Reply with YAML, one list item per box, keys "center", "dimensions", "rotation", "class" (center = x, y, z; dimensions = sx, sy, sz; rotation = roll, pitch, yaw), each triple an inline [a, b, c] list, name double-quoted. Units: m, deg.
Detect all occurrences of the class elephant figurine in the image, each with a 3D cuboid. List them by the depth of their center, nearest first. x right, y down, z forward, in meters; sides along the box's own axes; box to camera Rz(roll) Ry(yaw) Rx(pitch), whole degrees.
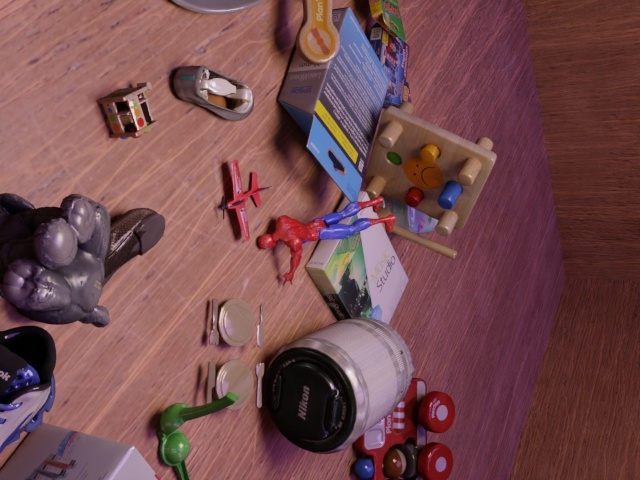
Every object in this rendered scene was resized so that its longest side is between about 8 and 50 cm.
- center: [-0.368, 0.001, 0.805]
  dimensions: [0.169, 0.240, 0.185]
  rotation: [-27, 126, -80]
  class: "elephant figurine"

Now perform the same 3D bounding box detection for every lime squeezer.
- center: [-0.206, 0.319, 1.146]
  dimensions: [0.059, 0.110, 0.310]
  rotation: [-71, 180, -55]
  class: "lime squeezer"

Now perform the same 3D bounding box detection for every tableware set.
- center: [-0.158, 0.199, 1.275]
  dimensions: [0.128, 0.039, 0.194]
  rotation: [13, 74, -47]
  class: "tableware set"

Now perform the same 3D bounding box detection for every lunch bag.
- center: [0.225, -0.154, 1.837]
  dimensions: [0.224, 0.108, 0.279]
  rotation: [-10, 100, -58]
  class: "lunch bag"

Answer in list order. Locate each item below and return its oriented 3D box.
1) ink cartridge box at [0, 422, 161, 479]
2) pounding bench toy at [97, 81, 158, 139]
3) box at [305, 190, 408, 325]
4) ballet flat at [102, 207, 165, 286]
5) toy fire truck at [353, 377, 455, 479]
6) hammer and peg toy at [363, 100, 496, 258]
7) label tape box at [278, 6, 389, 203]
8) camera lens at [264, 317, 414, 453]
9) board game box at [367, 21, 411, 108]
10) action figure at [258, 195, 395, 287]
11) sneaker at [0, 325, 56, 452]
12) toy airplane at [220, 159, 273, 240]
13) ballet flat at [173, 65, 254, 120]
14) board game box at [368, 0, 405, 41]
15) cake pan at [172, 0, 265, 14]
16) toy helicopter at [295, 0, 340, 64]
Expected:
- center: [-0.301, 0.326, 0.902]
  dimensions: [0.127, 0.176, 0.128]
  rotation: [-57, 137, -38]
  class: "ink cartridge box"
- center: [-0.268, -0.189, 1.054]
  dimensions: [0.083, 0.052, 0.065]
  rotation: [-47, 130, -49]
  class: "pounding bench toy"
- center: [0.094, 0.077, 1.660]
  dimensions: [0.232, 0.059, 0.322]
  rotation: [-61, 138, -31]
  class: "box"
- center: [-0.315, 0.024, 0.994]
  dimensions: [0.250, 0.058, 0.084]
  rotation: [-45, 150, -42]
  class: "ballet flat"
- center: [0.181, 0.482, 1.770]
  dimensions: [0.254, 0.169, 0.302]
  rotation: [4, 87, -35]
  class: "toy fire truck"
- center: [0.230, -0.121, 1.618]
  dimensions: [0.127, 0.266, 0.361]
  rotation: [-56, 167, -33]
  class: "hammer and peg toy"
- center: [0.023, -0.268, 1.491]
  dimensions: [0.240, 0.106, 0.333]
  rotation: [47, 53, -51]
  class: "label tape box"
- center: [0.038, 0.277, 1.429]
  dimensions: [0.274, 0.219, 0.219]
  rotation: [-14, 104, -59]
  class: "camera lens"
- center: [0.164, -0.401, 1.768]
  dimensions: [0.194, 0.060, 0.194]
  rotation: [24, 71, -57]
  class: "board game box"
- center: [0.000, 0.000, 1.443]
  dimensions: [0.280, 0.091, 0.139]
  rotation: [-11, 142, -28]
  class: "action figure"
- center: [-0.379, 0.188, 0.736]
  dimensions: [0.182, 0.127, 0.315]
  rotation: [-55, -178, 41]
  class: "sneaker"
- center: [-0.137, -0.081, 1.306]
  dimensions: [0.151, 0.028, 0.151]
  rotation: [-9, 100, -60]
  class: "toy airplane"
- center: [-0.158, -0.246, 1.223]
  dimensions: [0.213, 0.068, 0.072]
  rotation: [3, 89, -60]
  class: "ballet flat"
- center: [0.140, -0.591, 1.678]
  dimensions: [0.124, 0.039, 0.259]
  rotation: [17, 57, -58]
  class: "board game box"
- center: [-0.132, -0.479, 1.100]
  dimensions: [0.293, 0.293, 0.054]
  rotation: [19, 37, -58]
  class: "cake pan"
- center: [-0.023, -0.508, 1.347]
  dimensions: [0.235, 0.140, 0.354]
  rotation: [-1, 93, -18]
  class: "toy helicopter"
